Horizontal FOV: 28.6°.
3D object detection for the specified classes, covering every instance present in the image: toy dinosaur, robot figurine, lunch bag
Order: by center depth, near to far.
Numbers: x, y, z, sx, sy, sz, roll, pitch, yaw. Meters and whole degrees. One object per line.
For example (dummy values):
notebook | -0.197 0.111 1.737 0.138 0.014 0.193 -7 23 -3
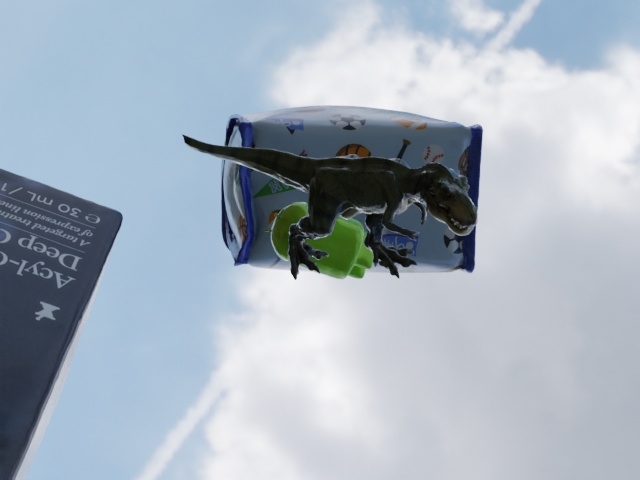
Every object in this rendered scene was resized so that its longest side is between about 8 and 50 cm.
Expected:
toy dinosaur | 0.016 -0.025 1.017 0.268 0.118 0.064 11 -140 28
robot figurine | 0.000 0.000 1.308 0.101 0.115 0.067 126 -19 -59
lunch bag | 0.026 -0.074 1.762 0.385 0.328 0.238 -130 -137 -76

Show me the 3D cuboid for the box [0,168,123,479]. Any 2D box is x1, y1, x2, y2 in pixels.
box | -0.363 0.110 0.999 0.395 0.294 0.212 -80 -167 -54
